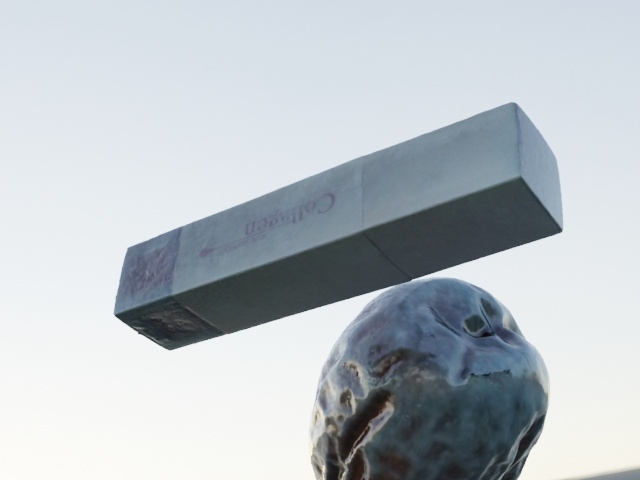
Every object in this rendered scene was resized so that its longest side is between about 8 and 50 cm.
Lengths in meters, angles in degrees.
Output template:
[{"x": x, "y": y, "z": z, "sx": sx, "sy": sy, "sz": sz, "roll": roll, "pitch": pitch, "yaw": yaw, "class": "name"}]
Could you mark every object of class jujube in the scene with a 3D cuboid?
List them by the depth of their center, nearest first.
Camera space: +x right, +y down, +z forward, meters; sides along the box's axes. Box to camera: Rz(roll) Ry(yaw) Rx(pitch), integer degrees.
[{"x": 0.104, "y": 0.187, "z": 0.982, "sx": 0.246, "sy": 0.215, "sz": 0.308, "roll": -17, "pitch": -39, "yaw": -42, "class": "jujube"}]

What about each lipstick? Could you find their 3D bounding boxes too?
[{"x": 0.000, "y": 0.000, "z": 0.736, "sx": 0.372, "sy": 0.076, "sz": 0.080, "roll": -19, "pitch": -42, "yaw": 30, "class": "lipstick"}]
